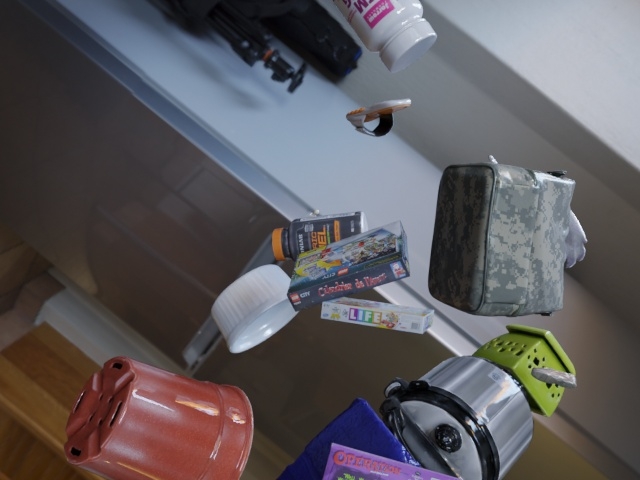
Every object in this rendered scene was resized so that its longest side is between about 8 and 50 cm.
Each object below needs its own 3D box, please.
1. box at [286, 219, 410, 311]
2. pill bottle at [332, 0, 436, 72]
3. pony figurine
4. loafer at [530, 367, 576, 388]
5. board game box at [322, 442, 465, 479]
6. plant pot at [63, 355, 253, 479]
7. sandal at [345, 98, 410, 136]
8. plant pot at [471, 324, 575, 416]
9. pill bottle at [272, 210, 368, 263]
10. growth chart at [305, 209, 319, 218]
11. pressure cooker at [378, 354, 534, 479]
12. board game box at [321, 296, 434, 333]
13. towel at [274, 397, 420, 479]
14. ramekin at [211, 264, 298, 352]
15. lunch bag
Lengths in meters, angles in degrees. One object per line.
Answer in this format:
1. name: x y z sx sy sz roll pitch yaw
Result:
1. box: 0.056 0.048 1.095 0.233 0.044 0.159 -19 -156 16
2. pill bottle: 0.139 -0.552 1.320 0.160 0.283 0.160 -34 175 -4
3. pony figurine: 0.577 -0.059 1.616 0.303 0.350 0.363 -20 167 25
4. loafer: 0.654 0.379 1.566 0.045 0.125 0.039 100 10 -48
5. board game box: 0.156 0.446 0.812 0.056 0.347 0.208 83 22 -57
6. plant pot: -0.320 0.366 1.078 0.273 0.265 0.272 -29 -139 29
7. sandal: 0.143 -0.301 1.413 0.102 0.076 0.265 -9 -173 -18
8. plant pot: 0.687 0.414 1.857 0.207 0.228 0.227 -41 -168 -17
9. pill bottle: 0.000 0.000 1.463 0.246 0.130 0.130 -7 -171 11
10. growth chart: 0.016 0.011 1.809 0.172 0.237 0.021 -31 -154 32
11. pressure cooker: 0.382 0.563 1.642 0.370 0.375 0.421 4 -166 41
12. board game box: 0.090 0.114 0.861 0.103 0.154 0.026 5 91 -71
13. towel: 0.024 0.457 1.016 0.308 0.076 0.228 -45 -154 -4
14. ramekin: -0.188 0.196 1.651 0.277 0.135 0.277 -36 162 -13
15. lunch bag: 0.377 0.003 1.112 0.212 0.256 0.304 -161 -105 -71
